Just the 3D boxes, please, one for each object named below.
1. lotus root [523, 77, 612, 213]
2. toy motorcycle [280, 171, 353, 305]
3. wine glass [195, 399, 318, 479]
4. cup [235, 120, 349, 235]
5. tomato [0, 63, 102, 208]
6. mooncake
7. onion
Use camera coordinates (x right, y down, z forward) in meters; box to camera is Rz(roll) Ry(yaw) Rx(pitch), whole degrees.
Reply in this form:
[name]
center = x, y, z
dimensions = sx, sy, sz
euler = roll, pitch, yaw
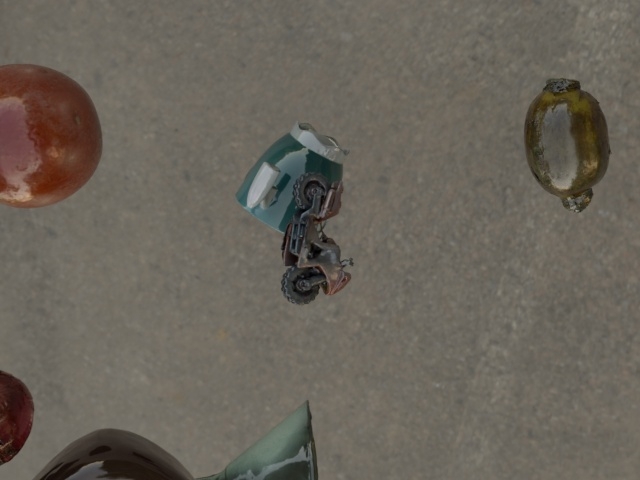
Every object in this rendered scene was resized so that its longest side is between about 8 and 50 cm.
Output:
[lotus root]
center = 0.353, -0.135, 1.267
dimensions = 0.120, 0.120, 0.209
euler = -4, 112, 28
[toy motorcycle]
center = 0.000, 0.000, 1.399
dimensions = 0.118, 0.212, 0.084
euler = 8, 177, -27
[wine glass]
center = -0.203, 0.449, 1.620
dimensions = 0.406, 0.267, 0.267
euler = -7, 124, -1
[cup]
center = -0.036, -0.110, 1.536
dimensions = 0.168, 0.300, 0.173
euler = 35, 103, 16
[tomato]
center = -0.533, -0.188, 1.570
dimensions = 0.265, 0.265, 0.264
euler = 13, 128, 17
[mooncake]
center = -0.326, 0.461, 1.369
dimensions = 0.334, 0.174, 0.325
euler = 1, 92, -16
[onion]
center = -0.467, 0.236, 1.185
dimensions = 0.150, 0.150, 0.140
euler = 34, 157, -1
